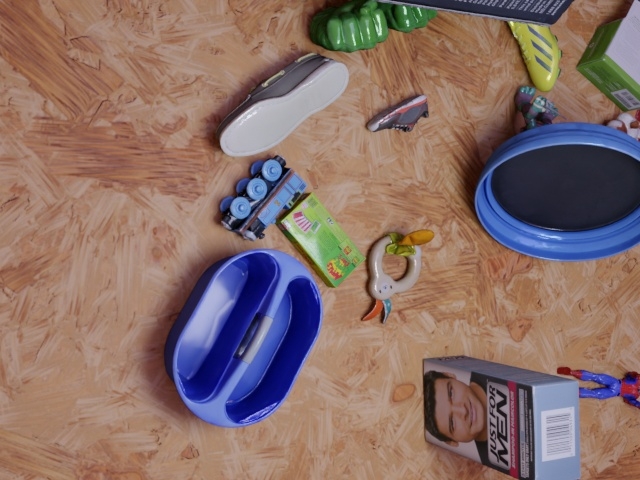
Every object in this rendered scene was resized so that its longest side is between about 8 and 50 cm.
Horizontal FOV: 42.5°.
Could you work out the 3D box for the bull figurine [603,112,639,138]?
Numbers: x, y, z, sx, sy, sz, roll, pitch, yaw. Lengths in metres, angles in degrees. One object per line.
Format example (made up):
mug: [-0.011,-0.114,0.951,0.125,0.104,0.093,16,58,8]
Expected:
bull figurine: [0.679,-0.182,1.910,0.310,0.101,0.189,-29,114,-53]

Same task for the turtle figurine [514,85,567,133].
turtle figurine: [0.494,-0.243,1.817,0.118,0.234,0.175,-28,122,21]

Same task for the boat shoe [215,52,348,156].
boat shoe: [-0.086,-0.271,1.625,0.305,0.091,0.109,-35,140,-18]

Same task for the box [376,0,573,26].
box: [0.260,-0.702,1.572,0.471,0.297,0.480,0,60,-22]

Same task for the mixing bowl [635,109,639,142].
mixing bowl: [0.884,-0.285,2.044,0.181,0.098,0.182,0,91,-24]

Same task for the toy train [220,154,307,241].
toy train: [-0.115,-0.080,1.619,0.105,0.080,0.184,45,73,-23]

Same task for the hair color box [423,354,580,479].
hair color box: [0.352,0.349,1.656,0.113,0.374,0.186,-1,90,-24]

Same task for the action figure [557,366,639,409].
action figure: [0.711,0.354,1.948,0.280,0.139,0.092,8,88,-26]

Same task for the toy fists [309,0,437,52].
toy fists: [0.117,-0.456,1.672,0.279,0.142,0.096,-25,124,-22]

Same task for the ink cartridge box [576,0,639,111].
ink cartridge box: [0.764,-0.472,1.994,0.188,0.097,0.255,35,75,-19]

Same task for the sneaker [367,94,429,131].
sneaker: [0.174,-0.257,1.756,0.157,0.061,0.065,-29,107,-20]

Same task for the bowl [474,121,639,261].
bowl: [0.527,-0.098,1.748,0.391,0.391,0.077,29,52,-21]

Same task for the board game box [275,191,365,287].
board game box: [0.000,0.000,1.685,0.092,0.043,0.181,-44,106,-17]

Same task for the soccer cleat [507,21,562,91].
soccer cleat: [0.472,-0.478,1.872,0.121,0.093,0.289,-8,90,-18]

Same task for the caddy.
caddy: [-0.142,0.179,1.550,0.241,0.179,0.341,31,78,-19]

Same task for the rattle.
rattle: [0.168,0.082,1.711,0.130,0.142,0.200,40,68,-37]
